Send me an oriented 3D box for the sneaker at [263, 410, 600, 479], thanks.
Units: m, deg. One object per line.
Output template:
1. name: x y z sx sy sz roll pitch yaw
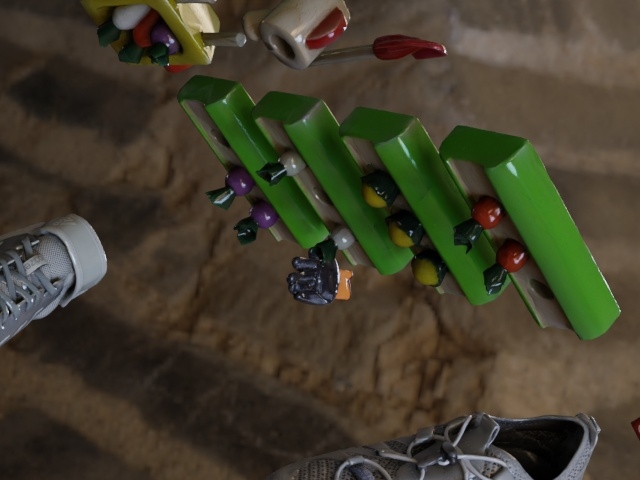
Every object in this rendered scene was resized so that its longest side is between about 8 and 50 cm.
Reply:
1. sneaker: 0.073 0.156 0.950 0.281 0.115 0.105 -4 -136 -42

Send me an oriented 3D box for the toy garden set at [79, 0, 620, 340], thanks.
1. toy garden set: -0.004 -0.044 0.657 0.049 0.203 0.244 -48 -144 -20

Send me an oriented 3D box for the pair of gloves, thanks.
1. pair of gloves: 0.000 0.000 0.903 0.010 0.083 0.074 4 179 33

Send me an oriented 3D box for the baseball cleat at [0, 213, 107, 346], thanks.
1. baseball cleat: -0.174 0.019 0.760 0.109 0.072 0.206 -29 -173 -2

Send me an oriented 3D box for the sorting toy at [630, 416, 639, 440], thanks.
1. sorting toy: 0.355 0.148 1.099 0.046 0.274 0.132 -15 -110 -34
